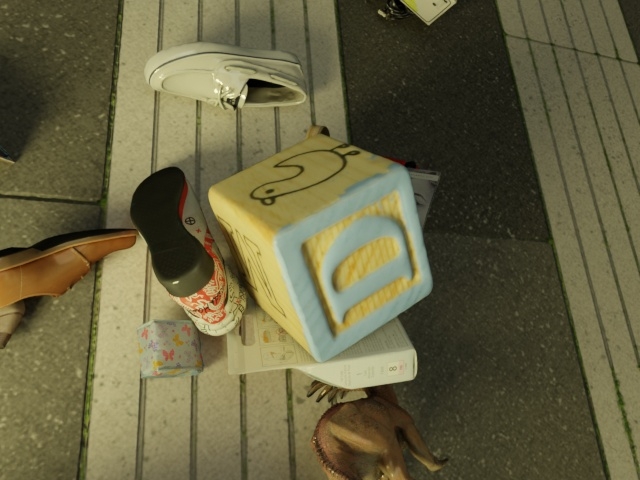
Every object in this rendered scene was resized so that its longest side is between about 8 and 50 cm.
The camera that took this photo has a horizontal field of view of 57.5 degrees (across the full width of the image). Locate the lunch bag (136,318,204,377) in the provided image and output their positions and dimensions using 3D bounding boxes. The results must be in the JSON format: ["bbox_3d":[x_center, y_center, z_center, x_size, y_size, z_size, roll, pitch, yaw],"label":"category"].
[{"bbox_3d":[-0.195,0.144,0.773,0.083,0.053,0.071,8,61,-46],"label":"lunch bag"}]

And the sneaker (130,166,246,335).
[{"bbox_3d":[-0.183,0.015,0.818,0.090,0.145,0.270,-29,42,-3],"label":"sneaker"}]

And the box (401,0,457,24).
[{"bbox_3d":[0.230,-0.601,1.179,0.169,0.087,0.289,33,63,-18],"label":"box"}]

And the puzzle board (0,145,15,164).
[{"bbox_3d":[-0.476,-0.155,0.777,0.128,0.096,0.011,42,87,1],"label":"puzzle board"}]

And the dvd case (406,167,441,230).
[{"bbox_3d":[0.084,-0.035,0.930,0.165,0.018,0.221,11,58,21],"label":"dvd case"}]

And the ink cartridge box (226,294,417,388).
[{"bbox_3d":[-0.007,0.130,0.798,0.232,0.066,0.189,-10,26,-6],"label":"ink cartridge box"}]

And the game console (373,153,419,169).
[{"bbox_3d":[0.117,-0.066,1.008,0.124,0.085,0.144,48,55,-32],"label":"game console"}]

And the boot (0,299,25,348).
[{"bbox_3d":[-0.431,0.090,0.719,0.119,0.042,0.087,6,59,-20],"label":"boot"}]

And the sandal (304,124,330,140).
[{"bbox_3d":[-0.052,-0.075,0.922,0.079,0.088,0.240,9,71,21],"label":"sandal"}]

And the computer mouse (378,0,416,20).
[{"bbox_3d":[0.145,-0.583,1.221,0.189,0.072,0.272,-27,91,-30],"label":"computer mouse"}]

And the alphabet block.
[{"bbox_3d":[0.000,0.000,0.748,0.192,0.197,0.193,-29,123,-21],"label":"alphabet block"}]

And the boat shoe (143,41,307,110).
[{"bbox_3d":[-0.145,-0.254,0.950,0.268,0.096,0.088,-6,65,-32],"label":"boat shoe"}]

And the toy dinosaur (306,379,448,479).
[{"bbox_3d":[0.047,0.239,0.739,0.200,0.127,0.296,52,19,9],"label":"toy dinosaur"}]

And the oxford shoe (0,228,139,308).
[{"bbox_3d":[-0.333,0.031,0.762,0.212,0.076,0.076,-22,107,-41],"label":"oxford shoe"}]
